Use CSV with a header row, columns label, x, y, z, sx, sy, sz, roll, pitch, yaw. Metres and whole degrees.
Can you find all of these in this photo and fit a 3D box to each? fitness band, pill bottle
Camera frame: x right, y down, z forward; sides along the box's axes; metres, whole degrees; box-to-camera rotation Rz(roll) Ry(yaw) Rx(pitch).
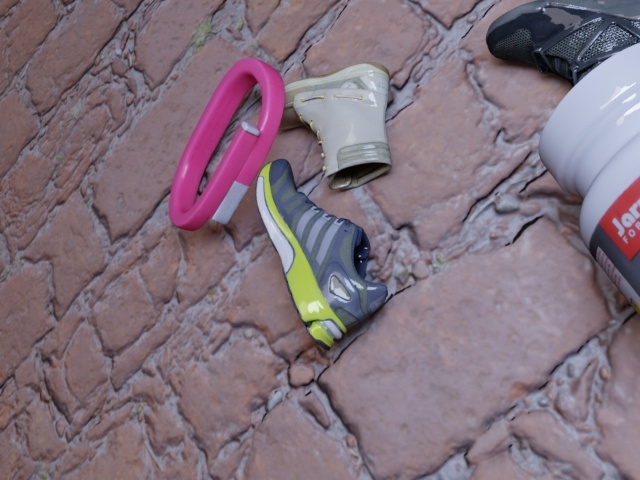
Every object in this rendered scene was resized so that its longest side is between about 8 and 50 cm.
label,x,y,z,sx,sy,sz,roll,pitch,yaw
fitness band,-0.153,-0.144,1.037,0.291,0.054,0.209,-56,35,20
pill bottle,0.369,0.001,0.594,0.210,0.210,0.363,-39,57,17

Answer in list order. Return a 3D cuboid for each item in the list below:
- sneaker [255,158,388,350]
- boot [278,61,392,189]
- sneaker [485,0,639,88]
label,x,y,z,sx,sy,sz,roll,pitch,yaw
sneaker,0.000,0.000,0.924,0.121,0.111,0.300,-25,60,3
boot,0.005,-0.153,0.975,0.213,0.077,0.165,-12,71,30
sneaker,0.295,-0.211,0.790,0.227,0.087,0.130,12,75,31
